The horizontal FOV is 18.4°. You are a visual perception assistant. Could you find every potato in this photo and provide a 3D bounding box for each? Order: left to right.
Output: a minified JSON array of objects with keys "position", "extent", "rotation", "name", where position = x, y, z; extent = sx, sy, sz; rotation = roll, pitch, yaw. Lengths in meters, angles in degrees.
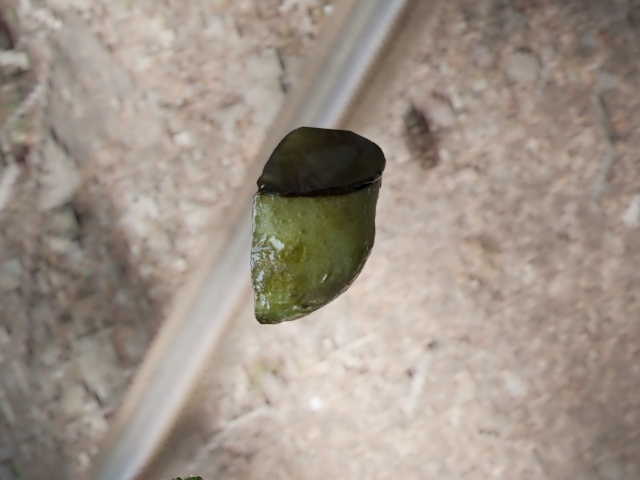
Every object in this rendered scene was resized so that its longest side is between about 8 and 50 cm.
[{"position":[0.000,0.000,1.138],"extent":[0.066,0.096,0.103],"rotation":[11,121,14],"name":"potato"}]

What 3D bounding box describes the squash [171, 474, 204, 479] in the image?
[{"position":[-0.045,0.310,1.133],"extent":[0.107,0.107,0.395],"rotation":[120,147,-44],"name":"squash"}]
